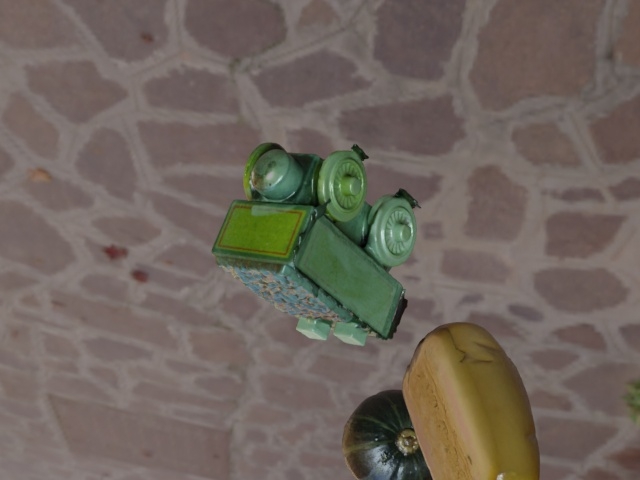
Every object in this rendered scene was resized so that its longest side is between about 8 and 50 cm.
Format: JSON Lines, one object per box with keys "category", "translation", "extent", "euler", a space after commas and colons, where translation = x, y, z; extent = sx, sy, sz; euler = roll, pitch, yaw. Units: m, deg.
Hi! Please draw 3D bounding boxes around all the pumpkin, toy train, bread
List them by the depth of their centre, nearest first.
{"category": "bread", "translation": [0.091, 0.103, 0.637], "extent": [0.056, 0.115, 0.082], "euler": [-5, 142, -22]}
{"category": "toy train", "translation": [0.000, 0.000, 1.345], "extent": [0.159, 0.188, 0.272], "euler": [6, 158, 38]}
{"category": "pumpkin", "translation": [0.114, 0.311, 1.733], "extent": [0.167, 0.167, 0.125], "euler": [21, 172, -16]}
